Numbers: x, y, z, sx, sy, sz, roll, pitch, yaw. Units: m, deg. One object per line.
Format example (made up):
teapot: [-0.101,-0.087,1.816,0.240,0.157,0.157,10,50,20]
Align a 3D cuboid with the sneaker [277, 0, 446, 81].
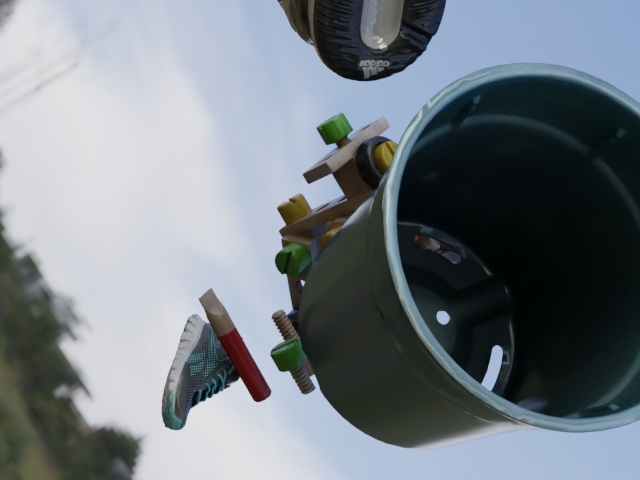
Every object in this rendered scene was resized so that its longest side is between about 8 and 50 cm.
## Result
sneaker: [0.022,-0.388,1.695,0.257,0.169,0.447,43,-54,53]

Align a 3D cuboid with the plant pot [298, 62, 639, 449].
plant pot: [0.153,0.049,1.870,0.341,0.341,0.334,56,-27,3]

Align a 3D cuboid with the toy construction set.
toy construction set: [0.000,0.000,2.154,0.237,0.309,0.257,60,-20,-16]

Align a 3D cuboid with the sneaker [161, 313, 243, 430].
sneaker: [-0.127,0.147,2.151,0.076,0.166,0.065,15,-48,1]
